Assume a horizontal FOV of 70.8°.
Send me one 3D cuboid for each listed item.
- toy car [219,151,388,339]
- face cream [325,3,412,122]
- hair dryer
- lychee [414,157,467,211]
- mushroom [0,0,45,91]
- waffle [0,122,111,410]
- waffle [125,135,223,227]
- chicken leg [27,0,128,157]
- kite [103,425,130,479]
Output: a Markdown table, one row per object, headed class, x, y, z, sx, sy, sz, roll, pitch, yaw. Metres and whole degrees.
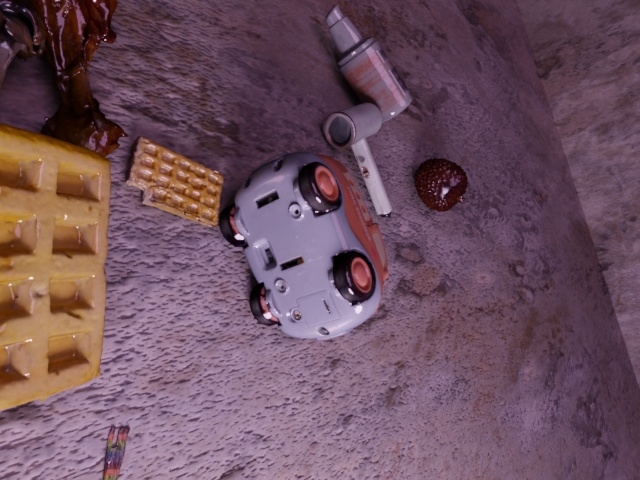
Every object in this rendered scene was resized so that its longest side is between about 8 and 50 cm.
| class | x | y | z | sx | sy | sz | roll | pitch | yaw |
| --- | --- | --- | --- | --- | --- | --- | --- | --- | --- |
| toy car | 0.000 | 0.000 | 0.682 | 0.212 | 0.181 | 0.270 | -21 | 89 | -57 |
| face cream | 0.091 | -0.378 | 0.962 | 0.251 | 0.101 | 0.101 | 52 | 46 | -17 |
| hair dryer | 0.104 | -0.159 | 0.917 | 0.131 | 0.073 | 0.236 | -34 | 102 | -48 |
| lychee | 0.282 | -0.134 | 1.051 | 0.123 | 0.123 | 0.129 | -27 | 86 | -47 |
| mushroom | -0.335 | -0.161 | 0.466 | 0.060 | 0.061 | 0.187 | 19 | 84 | -62 |
| waffle | -0.271 | 0.020 | 0.375 | 0.221 | 0.055 | 0.247 | 7 | 84 | -73 |
| waffle | -0.196 | -0.077 | 0.615 | 0.135 | 0.021 | 0.092 | 21 | 61 | -39 |
| chicken leg | -0.297 | -0.232 | 0.538 | 0.113 | 0.093 | 0.304 | -3 | 85 | -28 |
| kite | -0.224 | 0.318 | 0.450 | 0.198 | 0.006 | 0.244 | 28 | 57 | -35 |
